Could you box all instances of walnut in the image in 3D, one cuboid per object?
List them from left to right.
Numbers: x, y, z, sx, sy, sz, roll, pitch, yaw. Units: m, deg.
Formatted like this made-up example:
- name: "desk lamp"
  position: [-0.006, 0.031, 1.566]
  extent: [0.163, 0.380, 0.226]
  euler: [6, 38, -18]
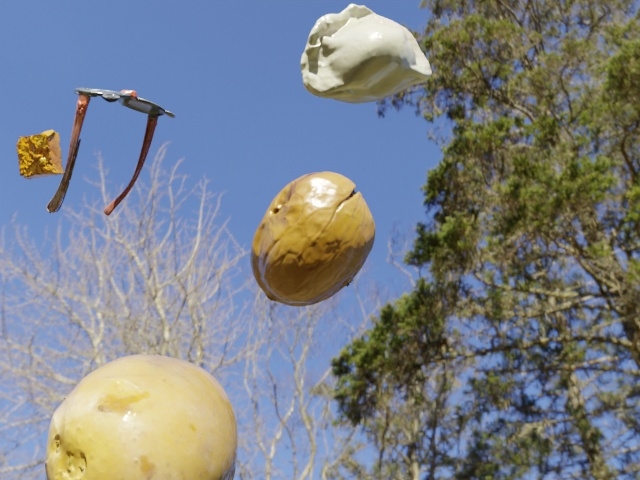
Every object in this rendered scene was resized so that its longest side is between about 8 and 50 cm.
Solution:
- name: "walnut"
  position: [0.000, 0.002, 0.962]
  extent: [0.167, 0.087, 0.211]
  euler: [36, -100, -15]

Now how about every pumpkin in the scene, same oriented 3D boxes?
- name: "pumpkin"
  position: [-0.508, -0.155, 1.238]
  extent: [0.074, 0.054, 0.083]
  euler: [-4, -85, 14]

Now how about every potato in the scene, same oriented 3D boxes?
- name: "potato"
  position: [-0.142, 0.182, 0.603]
  extent: [0.146, 0.234, 0.150]
  euler: [15, -90, 14]

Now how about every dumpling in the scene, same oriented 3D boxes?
- name: "dumpling"
  position: [0.063, -0.286, 1.028]
  extent: [0.124, 0.228, 0.151]
  euler: [-28, -99, 57]

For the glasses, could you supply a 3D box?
- name: "glasses"
  position: [-0.416, -0.171, 1.370]
  extent: [0.118, 0.234, 0.269]
  euler: [16, -84, 18]
